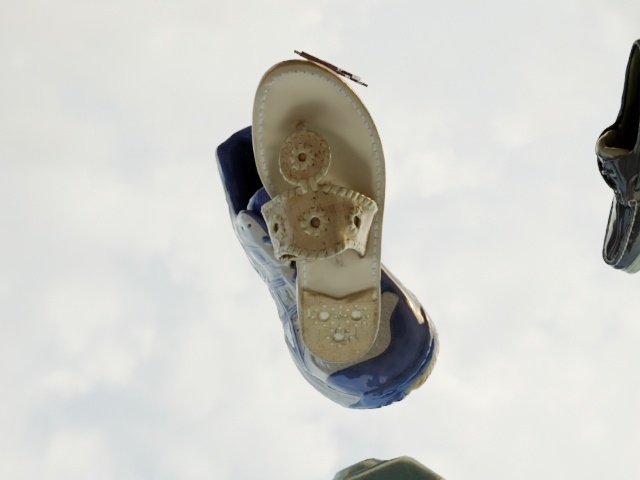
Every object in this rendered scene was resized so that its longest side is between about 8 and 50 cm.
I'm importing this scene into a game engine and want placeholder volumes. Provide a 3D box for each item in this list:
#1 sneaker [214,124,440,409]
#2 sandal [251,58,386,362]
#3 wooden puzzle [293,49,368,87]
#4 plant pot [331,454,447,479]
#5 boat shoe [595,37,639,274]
[{"bbox_3d":[-0.012,0.017,1.339,0.112,0.131,0.296,-37,-139,-3],"label":"sneaker"},{"bbox_3d":[0.007,-0.001,1.140,0.088,0.240,0.079,-7,-146,2],"label":"sandal"},{"bbox_3d":[0.010,-0.162,1.568,0.083,0.006,0.049,27,-173,16],"label":"wooden puzzle"},{"bbox_3d":[-0.001,0.241,0.736,0.247,0.248,0.252,-15,-100,-39],"label":"plant pot"},{"bbox_3d":[0.186,-0.052,0.993,0.049,0.152,0.056,7,-157,-12],"label":"boat shoe"}]
